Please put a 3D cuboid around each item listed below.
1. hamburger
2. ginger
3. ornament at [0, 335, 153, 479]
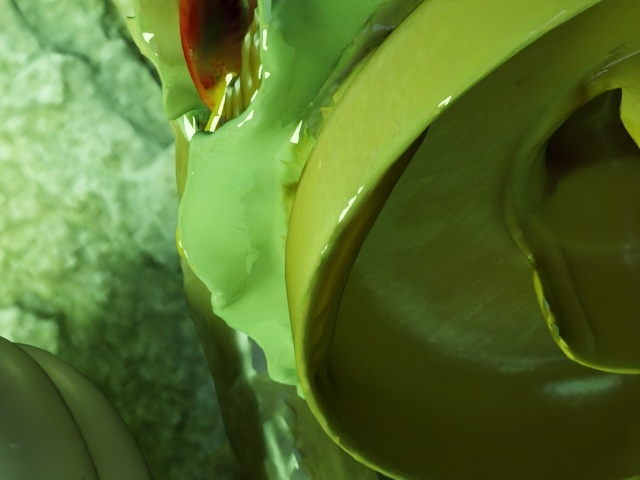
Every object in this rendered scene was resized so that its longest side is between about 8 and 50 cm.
[{"bbox_3d":[0.077,-0.074,0.491,0.274,0.274,0.212,-30,53,15],"label":"hamburger"},{"bbox_3d":[0.000,0.000,0.654,0.131,0.086,0.294,-6,96,8],"label":"ginger"},{"bbox_3d":[-0.152,0.114,0.652,0.177,0.177,0.177,0,90,18],"label":"ornament"}]
